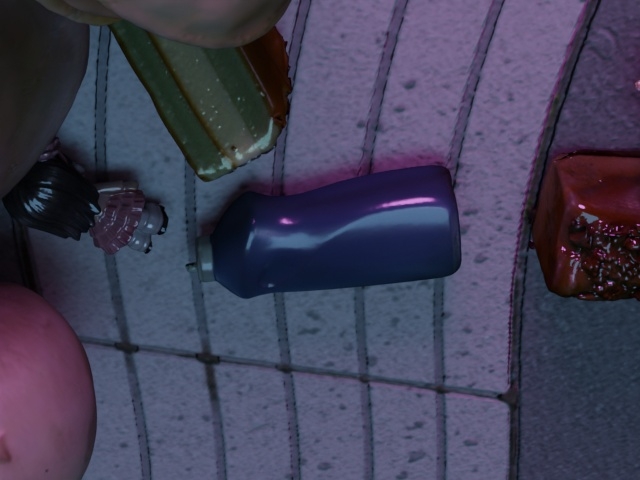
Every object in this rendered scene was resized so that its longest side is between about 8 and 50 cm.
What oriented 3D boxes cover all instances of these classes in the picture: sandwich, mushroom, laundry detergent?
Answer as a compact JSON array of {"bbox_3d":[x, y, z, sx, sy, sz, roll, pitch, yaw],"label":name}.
[{"bbox_3d":[-0.094,-0.135,1.230,0.079,0.113,0.163,-28,129,18],"label":"sandwich"},{"bbox_3d":[-0.341,0.105,1.341,0.314,0.314,0.336,-30,109,20],"label":"mushroom"},{"bbox_3d":[0.000,-0.001,1.406,0.206,0.061,0.097,-8,142,2],"label":"laundry detergent"}]

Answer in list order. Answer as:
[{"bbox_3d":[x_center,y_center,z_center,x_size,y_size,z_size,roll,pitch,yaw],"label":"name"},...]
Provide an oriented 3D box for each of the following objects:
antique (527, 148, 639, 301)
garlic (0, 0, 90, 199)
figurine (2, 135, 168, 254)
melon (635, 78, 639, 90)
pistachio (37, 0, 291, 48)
[{"bbox_3d":[0.318,-0.003,1.422,0.310,0.093,0.087,3,132,-10],"label":"antique"},{"bbox_3d":[-0.274,-0.058,1.184,0.231,0.246,0.340,13,98,-23],"label":"garlic"},{"bbox_3d":[-0.169,-0.029,1.361,0.129,0.054,0.072,24,122,-29],"label":"figurine"},{"bbox_3d":[0.303,-0.073,1.324,0.192,0.139,0.139,21,127,-18],"label":"melon"},{"bbox_3d":[-0.120,-0.245,1.038,0.230,0.230,0.309,-18,131,10],"label":"pistachio"}]
